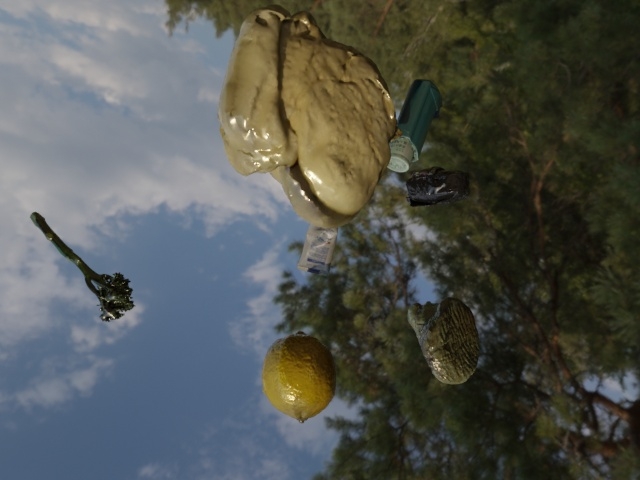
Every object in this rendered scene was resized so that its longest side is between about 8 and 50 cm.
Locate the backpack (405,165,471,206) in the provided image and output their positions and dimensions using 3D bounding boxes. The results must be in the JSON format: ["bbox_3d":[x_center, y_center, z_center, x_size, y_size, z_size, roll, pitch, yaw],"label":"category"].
[{"bbox_3d":[0.324,-0.151,1.388,0.120,0.165,0.106,-8,-91,-51],"label":"backpack"}]

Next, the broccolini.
[{"bbox_3d":[-0.418,0.037,0.873,0.254,0.057,0.071,42,-131,7],"label":"broccolini"}]

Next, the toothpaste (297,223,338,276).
[{"bbox_3d":[0.000,0.000,1.398,0.096,0.266,0.061,14,-136,0],"label":"toothpaste"}]

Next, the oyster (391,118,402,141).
[{"bbox_3d":[0.101,-0.272,1.139,0.177,0.056,0.105,17,-121,3],"label":"oyster"}]

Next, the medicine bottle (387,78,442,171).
[{"bbox_3d":[0.227,-0.279,1.239,0.079,0.124,0.258,14,-114,22],"label":"medicine bottle"}]

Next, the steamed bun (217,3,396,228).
[{"bbox_3d":[-0.037,-0.215,0.923,0.372,0.230,0.325,40,-116,-23],"label":"steamed bun"}]

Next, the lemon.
[{"bbox_3d":[-0.055,0.344,1.296,0.192,0.192,0.231,11,-116,-29],"label":"lemon"}]

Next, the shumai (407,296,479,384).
[{"bbox_3d":[0.370,0.321,1.611,0.222,0.203,0.272,37,-126,-20],"label":"shumai"}]
